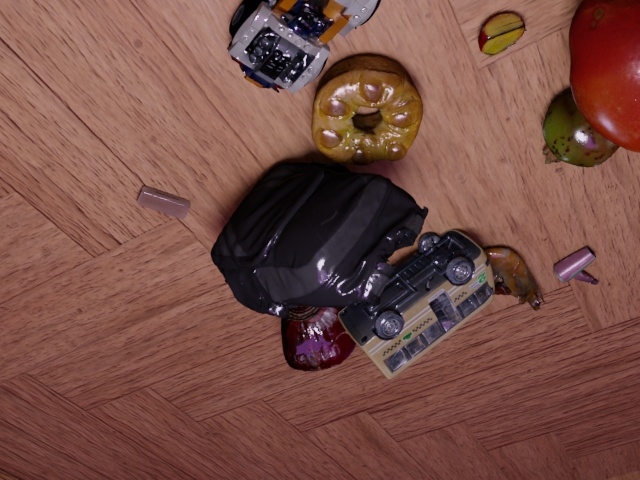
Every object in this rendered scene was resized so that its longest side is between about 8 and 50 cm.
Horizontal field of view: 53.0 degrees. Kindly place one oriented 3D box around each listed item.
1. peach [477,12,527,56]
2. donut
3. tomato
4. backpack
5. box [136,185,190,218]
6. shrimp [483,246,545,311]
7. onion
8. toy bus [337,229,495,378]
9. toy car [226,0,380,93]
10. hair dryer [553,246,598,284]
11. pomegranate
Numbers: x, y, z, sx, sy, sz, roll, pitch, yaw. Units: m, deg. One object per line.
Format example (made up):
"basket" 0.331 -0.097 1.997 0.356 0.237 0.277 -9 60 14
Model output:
"peach" 0.333 -0.388 1.192 0.077 0.050 0.083 7 148 -43
"donut" 0.090 -0.252 1.262 0.226 0.114 0.227 -2 134 -2
"tomato" 0.588 -0.311 1.088 0.289 0.325 0.293 9 130 52
"backpack" 0.000 0.000 1.263 0.255 0.445 0.363 43 74 -26
"box" -0.354 -0.086 1.450 0.115 0.025 0.048 18 135 -20
"shrimp" 0.480 0.115 1.675 0.152 0.063 0.287 -28 126 24
"onion" 0.005 0.230 1.660 0.206 0.207 0.216 -7 139 7
"toy bus" 0.239 0.148 1.539 0.365 0.177 0.202 -37 121 -2
"toy car" -0.032 -0.385 1.129 0.193 0.118 0.301 27 127 -29
"hair dryer" 0.685 0.080 1.677 0.106 0.054 0.154 -38 135 23
"pomegranate" 0.526 -0.217 1.310 0.159 0.159 0.205 6 161 -9
